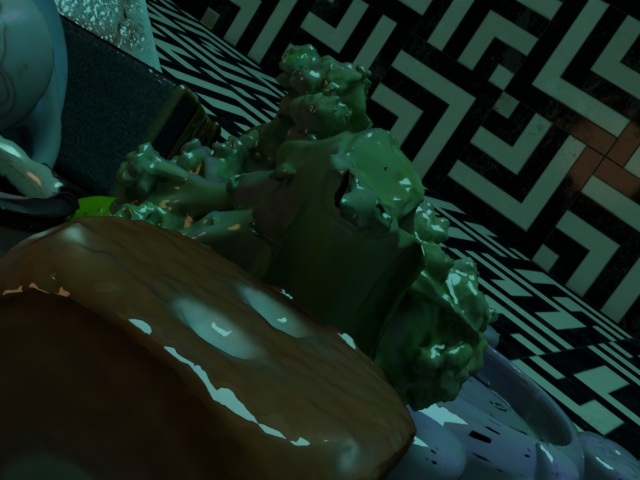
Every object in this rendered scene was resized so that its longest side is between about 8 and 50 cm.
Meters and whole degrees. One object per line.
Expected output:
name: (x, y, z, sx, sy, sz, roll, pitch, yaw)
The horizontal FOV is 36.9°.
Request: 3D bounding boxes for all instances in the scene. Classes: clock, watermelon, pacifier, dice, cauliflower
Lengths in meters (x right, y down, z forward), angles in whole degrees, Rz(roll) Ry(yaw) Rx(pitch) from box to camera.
clock: (0.098, 0.144, 0.824, 0.322, 0.113, 0.295, 20, 18, -43)
watermelon: (-0.333, -0.335, 1.341, 0.289, 0.214, 0.320, 34, 1, -5)
pacifier: (-0.320, -0.118, 0.707, 0.225, 0.238, 0.287, 6, 26, 32)
dice: (-0.071, 0.100, 0.429, 0.175, 0.174, 0.179, 35, 14, 17)
cauliflower: (0.000, 0.000, 0.589, 0.256, 0.239, 0.315, 49, -25, 3)

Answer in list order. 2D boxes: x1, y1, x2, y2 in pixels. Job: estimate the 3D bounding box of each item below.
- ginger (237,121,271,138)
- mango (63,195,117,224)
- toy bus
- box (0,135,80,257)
ginger: (0.020, -0.016, 1.005, 0.321, 0.165, 0.172, 43, 45, -37)
mango: (-0.128, 0.032, 0.725, 0.178, 0.100, 0.119, 37, 8, -18)
toy bus: (-0.247, -0.133, 0.883, 0.275, 0.138, 0.167, 31, -5, 6)
box: (-0.218, 0.004, 0.523, 0.151, 0.135, 0.151, 32, 11, -7)
